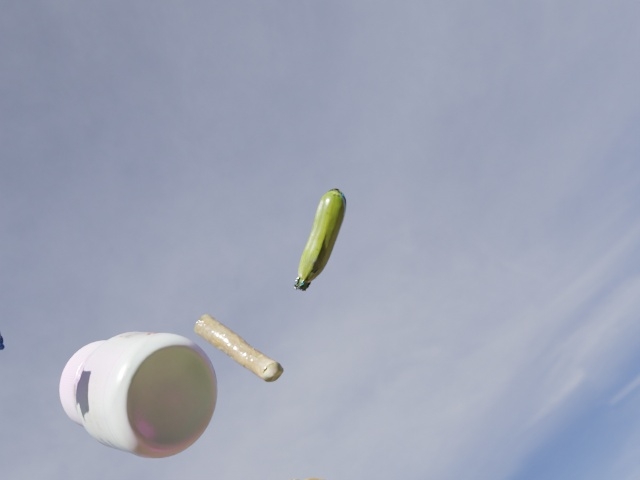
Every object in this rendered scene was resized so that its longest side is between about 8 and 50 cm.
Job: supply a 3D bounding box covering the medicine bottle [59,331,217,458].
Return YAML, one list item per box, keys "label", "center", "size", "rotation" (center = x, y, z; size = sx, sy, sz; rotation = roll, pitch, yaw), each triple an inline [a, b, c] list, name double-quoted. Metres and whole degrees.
- label: "medicine bottle"
  center: [-0.387, 0.311, 1.395]
  size: [0.241, 0.302, 0.241]
  rotation: [6, -99, -43]

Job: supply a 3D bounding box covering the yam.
- label: "yam"
  center: [-0.211, 0.274, 1.705]
  size: [0.066, 0.299, 0.066]
  rotation: [-28, -50, -39]

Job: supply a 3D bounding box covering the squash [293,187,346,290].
- label: "squash"
  center: [0.000, 0.000, 1.123]
  size: [0.052, 0.052, 0.183]
  rotation: [23, -92, -45]

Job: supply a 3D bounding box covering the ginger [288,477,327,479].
- label: "ginger"
  center: [-0.010, 0.419, 1.077]
  size: [0.081, 0.115, 0.205]
  rotation: [-24, -39, 2]

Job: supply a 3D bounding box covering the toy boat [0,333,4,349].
- label: "toy boat"
  center: [-0.648, 0.146, 1.210]
  size: [0.110, 0.091, 0.175]
  rotation: [-21, -56, 42]
